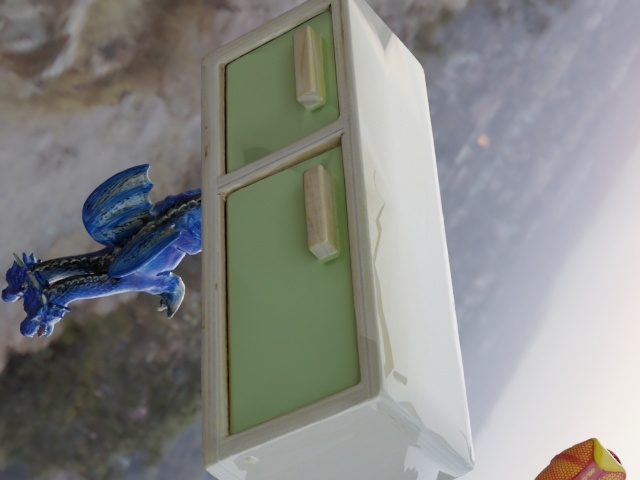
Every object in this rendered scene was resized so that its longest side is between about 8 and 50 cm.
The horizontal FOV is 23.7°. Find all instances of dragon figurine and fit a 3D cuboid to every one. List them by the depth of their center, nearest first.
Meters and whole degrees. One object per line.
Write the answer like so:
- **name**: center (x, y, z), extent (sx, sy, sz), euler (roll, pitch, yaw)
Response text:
- **dragon figurine**: center (-0.146, -0.008, 1.314), extent (0.289, 0.085, 0.144), euler (-39, 154, 21)

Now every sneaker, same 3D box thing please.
- **sneaker**: center (0.156, 0.160, 0.921), extent (0.067, 0.064, 0.175), euler (-39, 168, -8)

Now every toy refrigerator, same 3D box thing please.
- **toy refrigerator**: center (0.000, 0.000, 0.788), extent (0.102, 0.094, 0.269), euler (-24, -133, 24)
